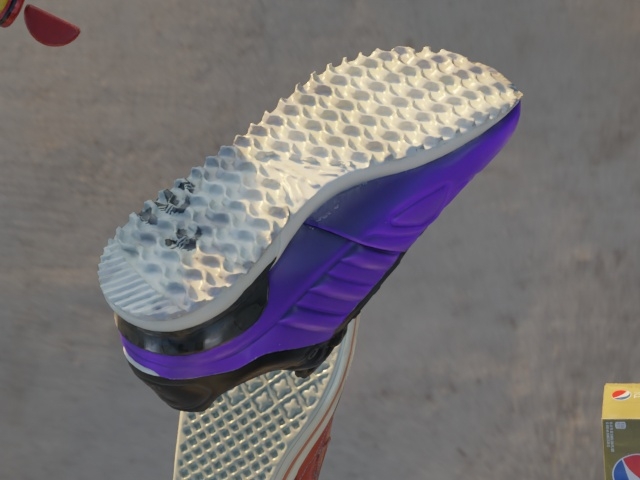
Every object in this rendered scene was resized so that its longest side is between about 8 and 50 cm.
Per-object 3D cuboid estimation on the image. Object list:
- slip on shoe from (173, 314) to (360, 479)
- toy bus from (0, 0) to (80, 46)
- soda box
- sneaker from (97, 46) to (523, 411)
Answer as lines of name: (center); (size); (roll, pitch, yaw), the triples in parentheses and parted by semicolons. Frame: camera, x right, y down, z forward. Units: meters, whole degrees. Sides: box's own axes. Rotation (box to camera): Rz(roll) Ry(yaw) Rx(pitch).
slip on shoe: (-0.046, 0.161, 1.470); (0.123, 0.101, 0.331); (14, 88, 21)
toy bus: (-0.219, -0.199, 1.134); (0.202, 0.191, 0.104); (27, 94, 19)
soda box: (0.285, 0.217, 1.687); (0.061, 0.058, 0.181); (-1, 119, 12)
sneaker: (-0.001, 0.000, 1.137); (0.293, 0.146, 0.102); (-33, 49, -23)
